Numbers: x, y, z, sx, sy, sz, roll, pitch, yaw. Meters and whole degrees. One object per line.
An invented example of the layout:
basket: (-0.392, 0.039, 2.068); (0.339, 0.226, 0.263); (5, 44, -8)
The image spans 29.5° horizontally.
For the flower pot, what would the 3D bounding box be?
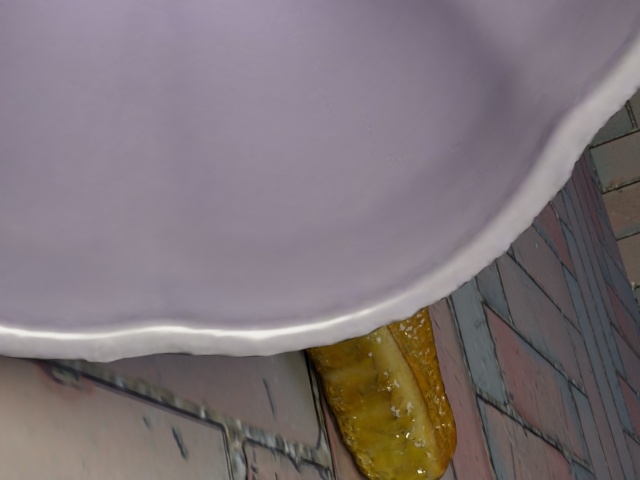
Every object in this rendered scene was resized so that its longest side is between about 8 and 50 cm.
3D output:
flower pot: (-0.042, -0.132, 0.366); (0.265, 0.265, 0.243); (61, 10, -27)

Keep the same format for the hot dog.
hot dog: (-0.001, 0.001, 0.619); (0.083, 0.068, 0.289); (-40, 115, -47)
